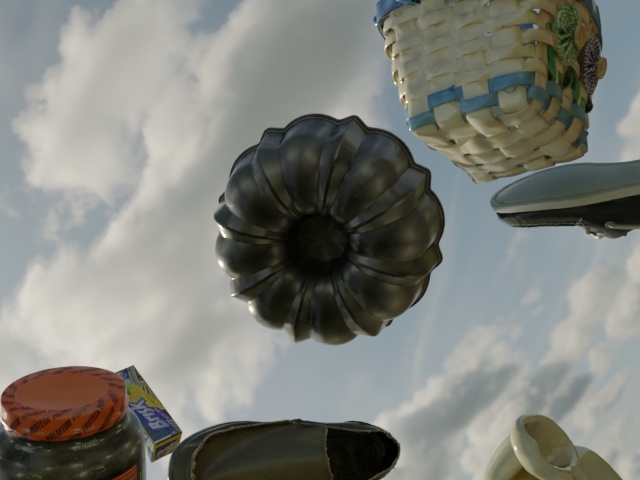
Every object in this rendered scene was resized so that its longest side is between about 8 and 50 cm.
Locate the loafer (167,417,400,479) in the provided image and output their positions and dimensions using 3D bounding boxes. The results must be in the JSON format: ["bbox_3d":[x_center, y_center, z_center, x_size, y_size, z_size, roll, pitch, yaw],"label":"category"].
[{"bbox_3d":[-0.026,0.209,0.814,0.251,0.094,0.087,-1,-20,-36],"label":"loafer"}]

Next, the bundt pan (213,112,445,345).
[{"bbox_3d":[0.000,0.000,1.139,0.124,0.330,0.331,-54,-15,-69],"label":"bundt pan"}]

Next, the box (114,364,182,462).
[{"bbox_3d":[-0.311,0.300,1.471,0.059,0.169,0.054,-20,-37,-37],"label":"box"}]

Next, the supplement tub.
[{"bbox_3d":[-0.342,0.359,1.161,0.207,0.207,0.338,-17,-66,-51],"label":"supplement tub"}]

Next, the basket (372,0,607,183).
[{"bbox_3d":[0.177,-0.221,0.865,0.254,0.201,0.289,19,-121,-55],"label":"basket"}]

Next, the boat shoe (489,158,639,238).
[{"bbox_3d":[0.358,-0.045,1.005,0.091,0.302,0.114,69,-152,-24],"label":"boat shoe"}]

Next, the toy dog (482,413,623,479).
[{"bbox_3d":[0.202,0.427,1.076,0.408,0.284,0.395,-42,-7,14],"label":"toy dog"}]
